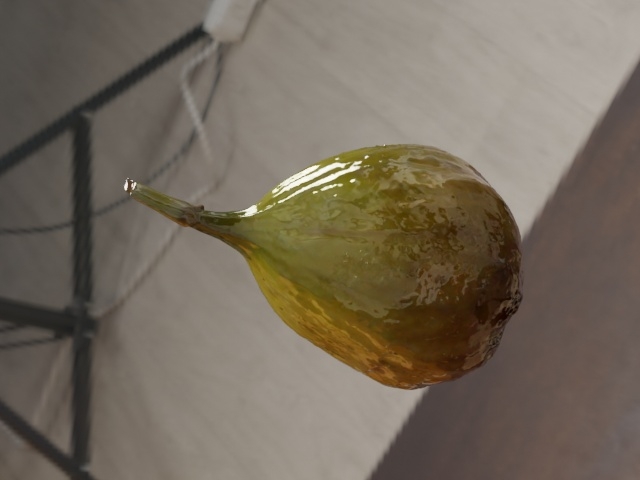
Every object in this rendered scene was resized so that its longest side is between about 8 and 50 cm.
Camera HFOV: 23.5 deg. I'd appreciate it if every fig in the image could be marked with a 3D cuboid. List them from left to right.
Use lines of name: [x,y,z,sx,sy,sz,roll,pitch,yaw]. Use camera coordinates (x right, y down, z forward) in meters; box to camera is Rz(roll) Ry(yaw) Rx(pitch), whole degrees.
fig: [0.000,0.000,0.981,0.159,0.257,0.159,-165,90,-79]
